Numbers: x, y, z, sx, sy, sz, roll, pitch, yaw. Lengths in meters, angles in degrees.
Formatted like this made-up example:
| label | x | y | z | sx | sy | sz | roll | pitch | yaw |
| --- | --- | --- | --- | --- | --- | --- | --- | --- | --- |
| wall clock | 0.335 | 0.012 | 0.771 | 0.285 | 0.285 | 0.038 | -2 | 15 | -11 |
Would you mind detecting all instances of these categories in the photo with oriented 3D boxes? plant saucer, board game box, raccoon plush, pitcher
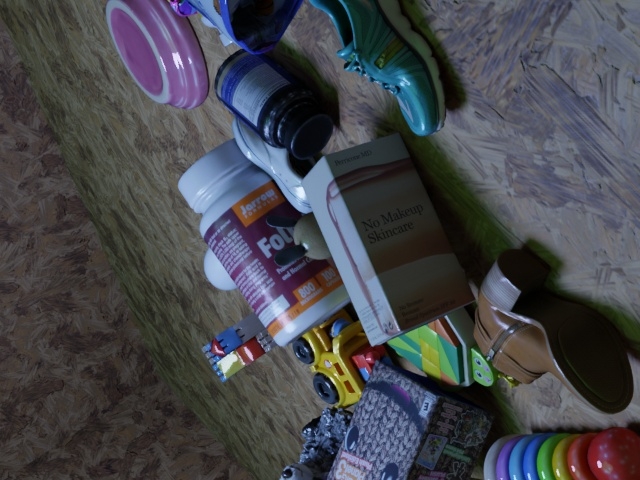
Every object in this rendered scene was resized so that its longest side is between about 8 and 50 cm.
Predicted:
| label | x | y | z | sx | sy | sz | roll | pitch | yaw |
| --- | --- | --- | --- | --- | --- | --- | --- | --- | --- |
| plant saucer | -0.373 | -0.432 | 2.019 | 0.332 | 0.084 | 0.332 | 44 | 155 | 27 |
| board game box | 0.159 | 0.407 | 1.722 | 0.141 | 0.291 | 0.232 | 23 | 179 | -28 |
| raccoon plush | 0.089 | 0.567 | 1.945 | 0.446 | 0.299 | 0.216 | 35 | 152 | -20 |
| pitcher | -0.203 | 0.050 | 2.282 | 0.177 | 0.125 | 0.207 | 36 | 142 | 11 |

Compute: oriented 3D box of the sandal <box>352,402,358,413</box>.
| label | x | y | z | sx | sy | sz | roll | pitch | yaw |
| --- | --- | --- | --- | --- | --- | --- | --- | --- | --- |
| sandal | 0.110 | 0.444 | 2.181 | 0.303 | 0.086 | 0.120 | 58 | 158 | -3 |

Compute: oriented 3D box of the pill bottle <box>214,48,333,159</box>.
| label | x | y | z | sx | sy | sz | roll | pitch | yaw |
| --- | --- | --- | --- | --- | --- | --- | --- | --- | --- |
| pill bottle | -0.081 | -0.240 | 1.620 | 0.219 | 0.122 | 0.123 | 43 | 154 | 31 |

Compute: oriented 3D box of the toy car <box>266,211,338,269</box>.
| label | x | y | z | sx | sy | sz | roll | pitch | yaw |
| --- | --- | --- | --- | --- | --- | --- | --- | --- | --- |
| toy car | 0.000 | 0.000 | 1.613 | 0.149 | 0.188 | 0.155 | 115 | 145 | -53 |

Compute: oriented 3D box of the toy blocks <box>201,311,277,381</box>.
| label | x | y | z | sx | sy | sz | roll | pitch | yaw |
| --- | --- | --- | --- | --- | --- | --- | --- | --- | --- |
| toy blocks | -0.173 | 0.243 | 2.268 | 0.191 | 0.261 | 0.381 | 56 | 158 | 3 |

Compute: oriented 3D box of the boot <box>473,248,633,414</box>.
| label | x | y | z | sx | sy | sz | roll | pitch | yaw |
| --- | --- | --- | --- | --- | --- | --- | --- | --- | --- |
| boot | 0.325 | 0.171 | 1.344 | 0.283 | 0.109 | 0.220 | 48 | 155 | 26 |

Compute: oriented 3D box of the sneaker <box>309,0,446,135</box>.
| label | x | y | z | sx | sy | sz | roll | pitch | yaw |
| --- | --- | --- | --- | --- | --- | --- | --- | --- | --- |
| sneaker | 0.078 | -0.260 | 1.283 | 0.275 | 0.110 | 0.107 | 57 | 158 | -2 |

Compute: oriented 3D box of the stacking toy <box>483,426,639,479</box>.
| label | x | y | z | sx | sy | sz | roll | pitch | yaw |
| --- | --- | --- | --- | --- | --- | --- | --- | --- | --- |
| stacking toy | 0.400 | 0.357 | 1.446 | 0.141 | 0.141 | 0.330 | 56 | 151 | 4 |

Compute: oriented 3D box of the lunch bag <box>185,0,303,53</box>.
| label | x | y | z | sx | sy | sz | roll | pitch | yaw |
| --- | --- | --- | --- | --- | --- | --- | --- | --- | --- |
| lunch bag | -0.159 | -0.499 | 1.295 | 0.328 | 0.239 | 0.385 | 43 | 147 | 26 |

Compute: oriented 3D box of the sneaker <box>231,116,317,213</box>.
| label | x | y | z | sx | sy | sz | roll | pitch | yaw |
| --- | --- | --- | --- | --- | --- | --- | --- | --- | --- |
| sneaker | -0.070 | -0.172 | 1.760 | 0.258 | 0.094 | 0.091 | 47 | 135 | 17 |

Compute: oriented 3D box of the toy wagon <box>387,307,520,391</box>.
| label | x | y | z | sx | sy | sz | roll | pitch | yaw |
| --- | --- | --- | --- | --- | --- | --- | --- | --- | --- |
| toy wagon | 0.209 | 0.160 | 1.627 | 0.344 | 0.068 | 0.267 | 37 | 151 | 41 |

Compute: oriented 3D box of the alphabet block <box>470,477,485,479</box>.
| label | x | y | z | sx | sy | sz | roll | pitch | yaw |
| --- | --- | --- | --- | --- | --- | --- | --- | --- | --- |
| alphabet block | 0.311 | 0.576 | 1.722 | 0.193 | 0.197 | 0.192 | 34 | 162 | -17 |

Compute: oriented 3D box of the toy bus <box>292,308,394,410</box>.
| label | x | y | z | sx | sy | sz | roll | pitch | yaw |
| --- | --- | --- | --- | --- | --- | --- | --- | --- | --- |
| toy bus | 0.064 | 0.236 | 1.935 | 0.220 | 0.149 | 0.211 | 60 | 151 | 0 |

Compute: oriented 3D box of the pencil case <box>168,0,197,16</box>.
| label | x | y | z | sx | sy | sz | roll | pitch | yaw |
| --- | --- | --- | --- | --- | --- | --- | --- | --- | --- |
| pencil case | -0.296 | -0.524 | 1.719 | 0.236 | 0.104 | 0.104 | 48 | 156 | 22 |

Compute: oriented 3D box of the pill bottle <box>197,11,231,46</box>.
| label | x | y | z | sx | sy | sz | roll | pitch | yaw |
| --- | --- | --- | --- | --- | --- | --- | --- | --- | --- |
| pill bottle | -0.177 | -0.436 | 1.582 | 0.184 | 0.103 | 0.103 | 62 | 157 | -12 |

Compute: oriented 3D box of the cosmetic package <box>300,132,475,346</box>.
| label | x | y | z | sx | sy | sz | roll | pitch | yaw |
| --- | --- | --- | --- | --- | --- | --- | --- | --- | --- |
| cosmetic package | 0.104 | -0.002 | 1.449 | 0.296 | 0.153 | 0.129 | 65 | 156 | 9 |

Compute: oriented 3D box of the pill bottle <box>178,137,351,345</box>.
| label | x | y | z | sx | sy | sz | roll | pitch | yaw |
| --- | --- | --- | --- | --- | --- | --- | --- | --- | --- |
| pill bottle | -0.102 | -0.005 | 1.845 | 0.392 | 0.224 | 0.224 | 54 | 158 | 6 |
